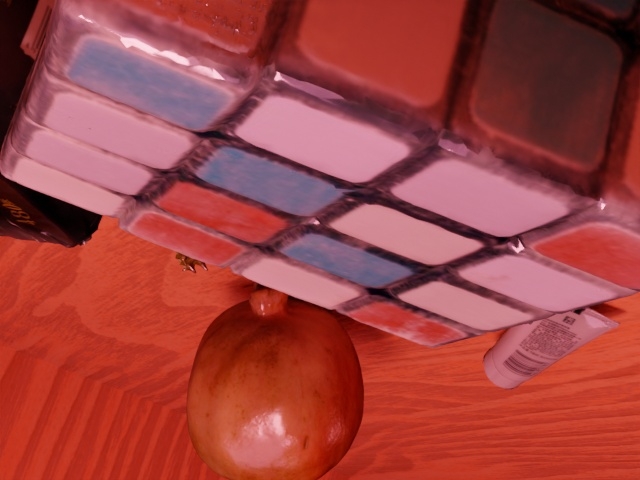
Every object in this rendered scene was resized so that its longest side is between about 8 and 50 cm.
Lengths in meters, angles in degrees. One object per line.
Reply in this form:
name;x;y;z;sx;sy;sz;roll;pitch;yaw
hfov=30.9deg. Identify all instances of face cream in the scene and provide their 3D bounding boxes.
face cream;0.243;0.110;1.296;0.092;0.058;0.244;25;156;-1

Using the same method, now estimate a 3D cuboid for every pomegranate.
pomegranate;-0.058;0.177;1.491;0.228;0.252;0.271;5;117;10

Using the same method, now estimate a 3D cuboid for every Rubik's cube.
Rubik's cube;0.027;-0.120;0.510;0.253;0.256;0.259;22;162;-17

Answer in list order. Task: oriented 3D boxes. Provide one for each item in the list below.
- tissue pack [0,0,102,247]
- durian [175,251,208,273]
tissue pack;-0.275;-0.161;0.779;0.198;0.210;0.370;3;155;24
durian;-0.118;-0.055;1.093;0.139;0.144;0.252;36;172;16
